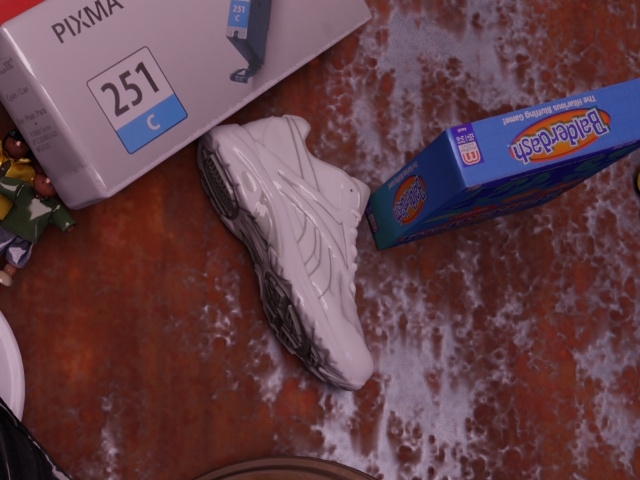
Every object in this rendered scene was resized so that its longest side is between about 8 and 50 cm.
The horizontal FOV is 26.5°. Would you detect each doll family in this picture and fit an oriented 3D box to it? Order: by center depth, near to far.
[{"bbox_3d":[-0.267,-0.056,0.996,0.193,0.076,0.111,30,91,-11],"label":"doll family"}]

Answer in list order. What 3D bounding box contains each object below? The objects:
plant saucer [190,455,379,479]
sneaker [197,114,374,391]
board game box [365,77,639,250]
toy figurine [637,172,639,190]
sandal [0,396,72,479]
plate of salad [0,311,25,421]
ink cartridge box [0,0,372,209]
[{"bbox_3d":[-0.035,0.275,0.936,0.278,0.041,0.278,-4,60,7],"label":"plant saucer"},{"bbox_3d":[0.000,0.000,1.048,0.115,0.090,0.232,-23,85,-21],"label":"sneaker"},{"bbox_3d":[0.137,-0.053,1.029,0.160,0.210,0.047,-16,83,-16],"label":"board game box"},{"bbox_3d":[0.424,0.056,1.096,0.217,0.191,0.362,-8,80,-21],"label":"toy figurine"},{"bbox_3d":[-0.271,0.130,0.883,0.168,0.107,0.445,-30,86,-14],"label":"sandal"},{"bbox_3d":[-0.311,0.108,0.962,0.200,0.048,0.199,3,79,-13],"label":"plate of salad"},{"bbox_3d":[-0.132,-0.207,1.006,0.296,0.066,0.261,-39,104,-34],"label":"ink cartridge box"}]
